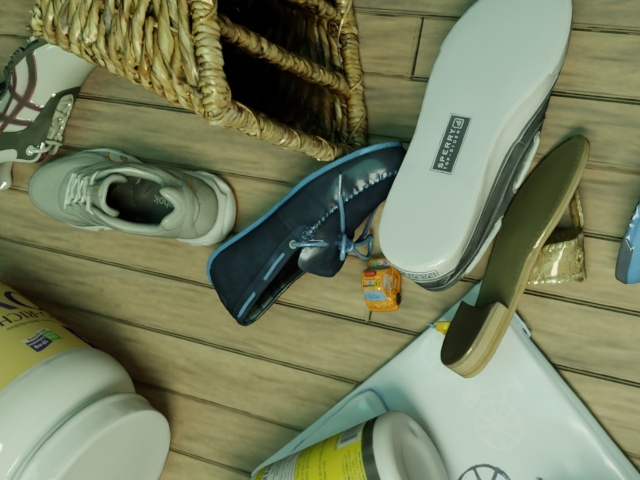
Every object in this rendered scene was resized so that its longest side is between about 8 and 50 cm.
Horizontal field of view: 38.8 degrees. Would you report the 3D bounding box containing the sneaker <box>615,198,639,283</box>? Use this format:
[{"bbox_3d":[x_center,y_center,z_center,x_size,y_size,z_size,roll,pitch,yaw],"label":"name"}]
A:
[{"bbox_3d":[0.322,-0.047,0.763,0.082,0.069,0.209,30,100,19],"label":"sneaker"}]

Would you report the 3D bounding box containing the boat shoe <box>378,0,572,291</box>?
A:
[{"bbox_3d":[0.151,-0.094,0.829,0.108,0.102,0.301,17,80,28],"label":"boat shoe"}]

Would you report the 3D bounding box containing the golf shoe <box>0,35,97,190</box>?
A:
[{"bbox_3d":[-0.323,-0.161,1.061,0.273,0.105,0.120,-28,92,27],"label":"golf shoe"}]

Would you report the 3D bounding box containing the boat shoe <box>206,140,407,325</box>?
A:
[{"bbox_3d":[0.000,0.000,0.901,0.258,0.109,0.089,-38,66,35],"label":"boat shoe"}]

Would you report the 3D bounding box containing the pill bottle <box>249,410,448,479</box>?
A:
[{"bbox_3d":[0.005,0.247,0.831,0.208,0.119,0.119,-29,76,22],"label":"pill bottle"}]

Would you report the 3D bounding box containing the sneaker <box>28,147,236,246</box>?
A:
[{"bbox_3d":[-0.228,-0.054,0.987,0.262,0.121,0.099,7,90,25],"label":"sneaker"}]

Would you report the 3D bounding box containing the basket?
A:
[{"bbox_3d":[-0.062,-0.213,0.821,0.223,0.299,0.213,27,98,26],"label":"basket"}]

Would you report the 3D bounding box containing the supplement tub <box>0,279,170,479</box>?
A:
[{"bbox_3d":[-0.351,0.183,0.968,0.331,0.241,0.241,29,100,23],"label":"supplement tub"}]

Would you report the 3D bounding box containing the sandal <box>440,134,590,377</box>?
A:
[{"bbox_3d":[0.198,0.027,0.819,0.079,0.088,0.240,33,81,-16],"label":"sandal"}]

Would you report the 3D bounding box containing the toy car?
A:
[{"bbox_3d":[0.086,0.048,0.866,0.122,0.040,0.060,16,84,38],"label":"toy car"}]

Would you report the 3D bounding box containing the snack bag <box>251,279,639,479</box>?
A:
[{"bbox_3d":[0.132,0.262,0.855,0.342,0.037,0.323,-42,72,17],"label":"snack bag"}]
